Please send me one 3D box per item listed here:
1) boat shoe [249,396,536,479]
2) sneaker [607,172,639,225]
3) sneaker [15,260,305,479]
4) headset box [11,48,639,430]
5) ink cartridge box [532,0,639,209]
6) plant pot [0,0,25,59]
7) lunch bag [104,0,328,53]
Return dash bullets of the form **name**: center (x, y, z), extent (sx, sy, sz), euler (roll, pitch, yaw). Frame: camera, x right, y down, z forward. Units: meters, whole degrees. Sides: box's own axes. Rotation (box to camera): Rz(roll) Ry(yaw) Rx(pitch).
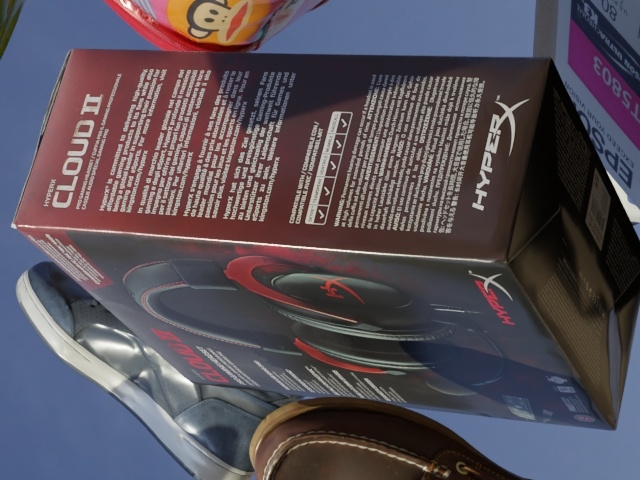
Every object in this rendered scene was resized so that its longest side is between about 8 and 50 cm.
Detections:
- **boat shoe**: center (0.065, 0.136, 0.840), extent (0.207, 0.073, 0.073), euler (21, -70, -16)
- **sneaker**: center (0.292, -0.040, 1.252), extent (0.315, 0.182, 0.127), euler (54, -131, -14)
- **sneaker**: center (-0.094, 0.046, 1.239), extent (0.163, 0.226, 0.086), euler (-56, -16, 14)
- **headset box**: center (0.000, 0.000, 0.926), extent (0.218, 0.293, 0.110), euler (51, -132, -56)
- **ink cartridge box**: center (0.216, -0.094, 0.987), extent (0.088, 0.235, 0.193), euler (-26, -34, -15)
- **plant pot**: center (-0.230, -0.074, 0.642), extent (0.228, 0.227, 0.207), euler (-92, 16, -77)
- **lunch bag**: center (-0.075, -0.267, 1.175), extent (0.258, 0.120, 0.293), euler (42, -137, 6)
